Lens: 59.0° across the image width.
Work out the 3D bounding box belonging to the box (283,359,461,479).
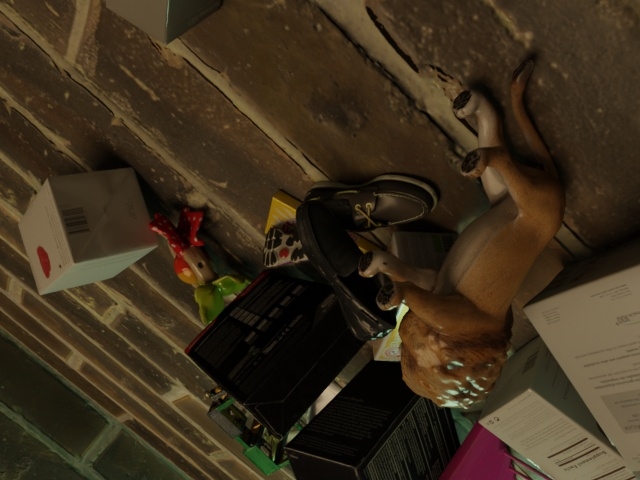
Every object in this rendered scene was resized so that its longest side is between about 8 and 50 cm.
[{"bbox_3d":[0.123,0.438,1.086,0.182,0.294,0.296,-3,111,43],"label":"box"}]

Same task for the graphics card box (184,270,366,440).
[{"bbox_3d":[-0.086,0.172,0.982,0.094,0.233,0.371,51,160,-18],"label":"graphics card box"}]

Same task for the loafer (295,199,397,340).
[{"bbox_3d":[0.040,0.036,0.805,0.078,0.076,0.223,-34,83,52],"label":"loafer"}]

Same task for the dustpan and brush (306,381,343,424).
[{"bbox_3d":[0.010,0.455,1.340,0.147,0.060,0.211,35,103,1],"label":"dustpan and brush"}]

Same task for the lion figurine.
[{"bbox_3d":[0.197,0.017,0.671,0.240,0.392,0.142,29,-169,-26],"label":"lion figurine"}]

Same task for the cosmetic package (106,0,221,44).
[{"bbox_3d":[-0.169,-0.364,0.646,0.107,0.127,0.238,32,145,6],"label":"cosmetic package"}]

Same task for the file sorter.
[{"bbox_3d":[0.360,0.501,1.048,0.182,0.202,0.291,20,147,43],"label":"file sorter"}]

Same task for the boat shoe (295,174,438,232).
[{"bbox_3d":[0.064,-0.046,0.850,0.227,0.069,0.081,0,130,38],"label":"boat shoe"}]

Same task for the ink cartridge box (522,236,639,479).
[{"bbox_3d":[0.438,0.118,0.618,0.272,0.130,0.309,58,142,4],"label":"ink cartridge box"}]

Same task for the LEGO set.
[{"bbox_3d":[-0.127,0.426,1.473,0.331,0.192,0.255,41,114,-11],"label":"LEGO set"}]

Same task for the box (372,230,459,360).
[{"bbox_3d":[0.145,0.092,0.872,0.103,0.114,0.203,2,142,-8],"label":"box"}]

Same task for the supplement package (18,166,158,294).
[{"bbox_3d":[-0.500,-0.013,1.196,0.293,0.175,0.178,-25,83,49],"label":"supplement package"}]

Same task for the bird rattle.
[{"bbox_3d":[-0.270,0.050,1.180,0.253,0.143,0.207,50,157,-14],"label":"bird rattle"}]

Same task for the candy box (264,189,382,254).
[{"bbox_3d":[0.000,0.000,0.987,0.205,0.027,0.105,30,140,8],"label":"candy box"}]

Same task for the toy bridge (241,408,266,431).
[{"bbox_3d":[-0.169,0.546,1.679,0.026,0.063,0.188,-8,126,43],"label":"toy bridge"}]

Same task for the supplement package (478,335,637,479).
[{"bbox_3d":[0.395,0.280,0.864,0.244,0.139,0.134,36,137,5],"label":"supplement package"}]

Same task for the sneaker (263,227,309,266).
[{"bbox_3d":[-0.041,0.018,0.962,0.071,0.068,0.170,13,174,-36],"label":"sneaker"}]
